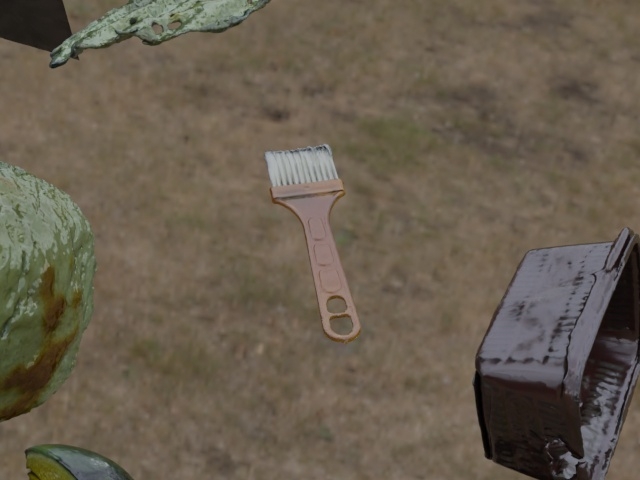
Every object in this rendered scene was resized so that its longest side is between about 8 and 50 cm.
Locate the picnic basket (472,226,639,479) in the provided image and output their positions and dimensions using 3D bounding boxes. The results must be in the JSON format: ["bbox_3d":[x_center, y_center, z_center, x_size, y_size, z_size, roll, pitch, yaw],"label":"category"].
[{"bbox_3d":[0.265,0.130,1.607,0.129,0.222,0.297,5,38,25],"label":"picnic basket"}]

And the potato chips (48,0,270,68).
[{"bbox_3d":[-0.080,-0.161,0.945,0.092,0.028,0.207,23,49,32],"label":"potato chips"}]

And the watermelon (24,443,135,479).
[{"bbox_3d":[-0.167,0.242,1.152,0.092,0.181,0.075,-14,-2,39],"label":"watermelon"}]

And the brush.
[{"bbox_3d":[0.000,0.000,1.682,0.090,0.017,0.314,-7,46,-8],"label":"brush"}]

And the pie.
[{"bbox_3d":[-0.238,0.045,0.956,0.090,0.201,0.248,17,2,33],"label":"pie"}]

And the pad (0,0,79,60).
[{"bbox_3d":[-0.284,-0.225,1.289,0.127,0.190,0.004,17,67,8],"label":"pad"}]
